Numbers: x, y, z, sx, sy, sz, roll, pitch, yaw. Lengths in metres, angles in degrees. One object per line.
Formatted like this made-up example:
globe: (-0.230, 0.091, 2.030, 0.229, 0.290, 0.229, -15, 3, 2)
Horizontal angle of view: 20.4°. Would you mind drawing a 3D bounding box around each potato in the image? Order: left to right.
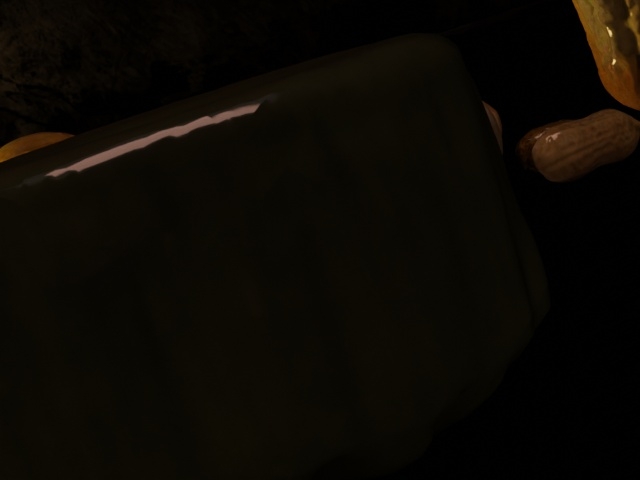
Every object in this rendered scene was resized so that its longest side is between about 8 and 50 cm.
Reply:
potato: (0.209, -0.084, 1.542, 0.083, 0.040, 0.051, -15, 14, 16)

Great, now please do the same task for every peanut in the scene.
peanut: (0.221, -0.080, 1.471, 0.113, 0.054, 0.054, -19, 9, -30)

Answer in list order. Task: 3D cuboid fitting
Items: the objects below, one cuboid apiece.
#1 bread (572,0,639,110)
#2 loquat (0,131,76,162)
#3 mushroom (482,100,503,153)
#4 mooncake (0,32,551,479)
bread: (0.321, -0.211, 1.648, 0.162, 0.204, 0.262, -32, 18, -19)
loquat: (-0.266, -0.016, 1.646, 0.204, 0.149, 0.172, -30, 17, -13)
mushroom: (0.107, -0.075, 1.511, 0.096, 0.108, 0.247, 26, 20, 5)
mooncake: (-0.068, 0.029, 0.912, 0.356, 0.194, 0.356, -18, 5, 2)
